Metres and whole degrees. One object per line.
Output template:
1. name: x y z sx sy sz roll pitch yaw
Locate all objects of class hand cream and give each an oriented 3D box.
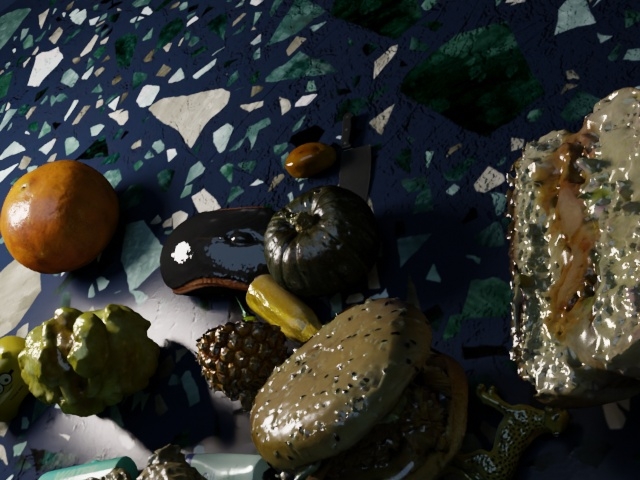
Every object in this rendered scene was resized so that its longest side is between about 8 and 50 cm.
1. hand cream: -0.202 0.420 1.435 0.321 0.067 0.109 -15 53 37

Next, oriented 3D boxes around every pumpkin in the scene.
1. pumpkin: 0.000 0.000 1.493 0.224 0.157 0.223 -21 44 22

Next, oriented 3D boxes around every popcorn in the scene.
1. popcorn: -0.466 0.238 1.615 0.250 0.242 0.235 -28 50 22

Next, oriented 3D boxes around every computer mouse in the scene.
1. computer mouse: -0.206 0.021 1.664 0.323 0.116 0.183 -7 61 32

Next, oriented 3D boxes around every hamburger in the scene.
1. hamburger: 0.061 0.248 1.203 0.318 0.195 0.277 -39 16 1
2. hamburger: 0.428 0.022 1.085 0.268 0.287 0.445 -38 34 42

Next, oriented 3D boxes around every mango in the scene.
1. mango: -0.020 -0.166 1.696 0.114 0.060 0.080 -11 39 33

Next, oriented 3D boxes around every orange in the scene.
1. orange: -0.616 -0.059 1.942 0.284 0.226 0.284 -18 46 20

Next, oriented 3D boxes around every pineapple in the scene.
1. pineapple: -0.134 0.232 1.436 0.176 0.161 0.137 -29 56 37

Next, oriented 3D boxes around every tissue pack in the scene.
1. tissue pack: -0.698 0.300 1.817 0.178 0.127 0.123 -50 43 -5

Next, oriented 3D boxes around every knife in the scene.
1. knife: 0.071 -0.165 1.662 0.072 0.019 0.245 -12 56 24

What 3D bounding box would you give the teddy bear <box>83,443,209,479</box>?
1. teddy bear: -0.285 0.466 1.348 0.256 0.156 0.267 -33 73 -3

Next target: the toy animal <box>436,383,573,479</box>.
1. toy animal: 0.255 0.293 1.167 0.136 0.073 0.181 26 74 37

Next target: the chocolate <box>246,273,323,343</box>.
1. chocolate: -0.050 0.142 1.489 0.085 0.085 0.219 -50 45 -4

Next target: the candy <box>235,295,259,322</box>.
1. candy: -0.147 0.140 1.599 0.035 0.035 0.123 -4 31 -19

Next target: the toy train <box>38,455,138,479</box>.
1. toy train: -0.447 0.481 1.540 0.248 0.101 0.159 -16 36 26
